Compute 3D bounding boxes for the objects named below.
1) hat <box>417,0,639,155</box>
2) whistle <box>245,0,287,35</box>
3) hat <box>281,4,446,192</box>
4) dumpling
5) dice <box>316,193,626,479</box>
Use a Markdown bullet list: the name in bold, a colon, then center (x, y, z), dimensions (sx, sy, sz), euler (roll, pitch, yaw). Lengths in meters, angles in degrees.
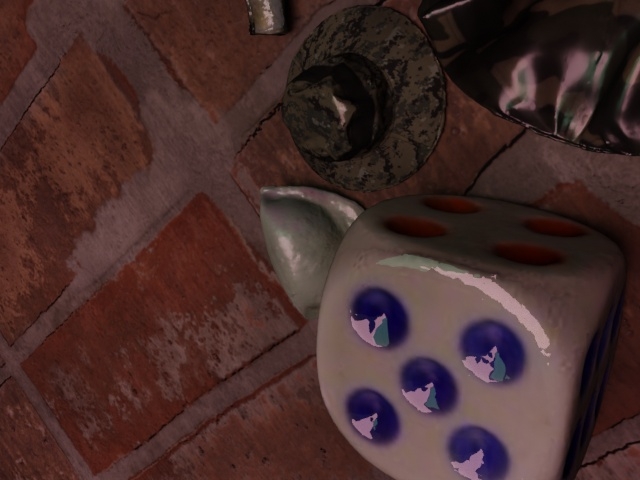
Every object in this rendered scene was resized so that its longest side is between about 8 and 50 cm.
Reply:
- **hat**: center (0.320, -0.282, 0.771), dimensions (0.366, 0.257, 0.382), euler (26, 99, 12)
- **whistle**: center (-0.085, -0.441, 1.040), dimensions (0.067, 0.057, 0.327), euler (4, 109, 28)
- **hat**: center (0.026, -0.173, 1.029), dimensions (0.265, 0.128, 0.266), euler (14, 116, 31)
- **dumpling**: center (-0.007, 0.003, 1.141), dimensions (0.217, 0.149, 0.105), euler (63, 160, -2)
- **dice**: center (0.185, 0.123, 0.948), dimensions (0.304, 0.277, 0.304), euler (15, 112, 28)
